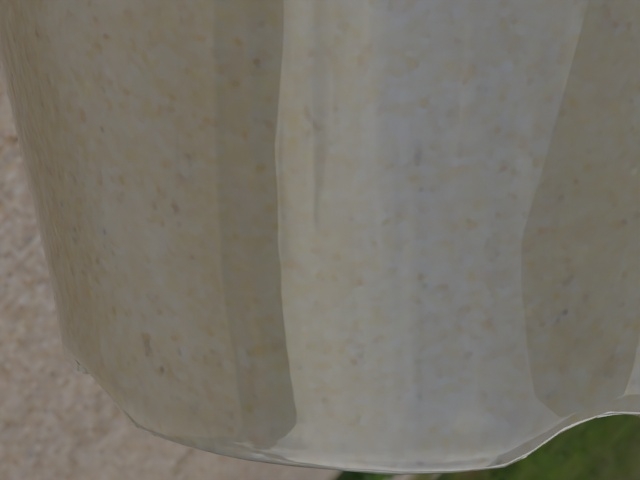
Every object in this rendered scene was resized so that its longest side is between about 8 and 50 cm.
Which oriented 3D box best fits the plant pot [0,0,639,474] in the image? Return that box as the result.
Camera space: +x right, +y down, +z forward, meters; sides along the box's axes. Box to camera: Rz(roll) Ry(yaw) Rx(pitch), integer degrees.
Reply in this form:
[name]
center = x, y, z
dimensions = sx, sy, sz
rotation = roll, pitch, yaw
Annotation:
[plant pot]
center = 0.020, -0.111, 0.507
dimensions = 0.334, 0.333, 0.305
rotation = -29, 122, -56
